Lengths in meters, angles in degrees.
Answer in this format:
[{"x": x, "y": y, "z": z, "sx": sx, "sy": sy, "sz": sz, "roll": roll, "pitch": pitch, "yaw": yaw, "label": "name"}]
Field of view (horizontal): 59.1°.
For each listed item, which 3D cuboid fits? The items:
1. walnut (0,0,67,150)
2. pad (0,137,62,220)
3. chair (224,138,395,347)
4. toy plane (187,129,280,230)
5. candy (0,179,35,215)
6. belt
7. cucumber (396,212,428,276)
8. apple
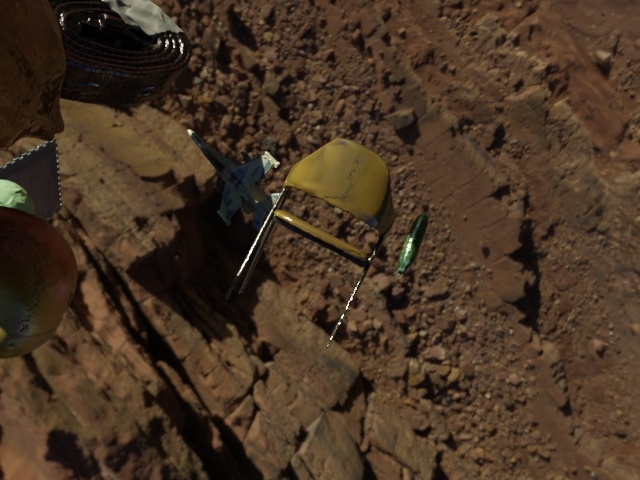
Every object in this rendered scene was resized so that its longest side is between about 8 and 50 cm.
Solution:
[{"x": -0.322, "y": -0.177, "z": 0.421, "sx": 0.209, "sy": 0.209, "sz": 0.336, "roll": 19, "pitch": 165, "yaw": 29, "label": "walnut"}, {"x": -0.708, "y": -0.086, "z": 1.298, "sx": 0.012, "sy": 0.269, "sz": 0.269, "roll": 36, "pitch": 141, "yaw": 7, "label": "pad"}, {"x": 0.000, "y": 0.000, "z": 0.770, "sx": 0.159, "sy": 0.247, "sz": 0.172, "roll": 26, "pitch": 176, "yaw": 3, "label": "chair"}, {"x": -0.190, "y": -0.148, "z": 1.225, "sx": 0.192, "sy": 0.088, "sz": 0.262, "roll": -46, "pitch": 76, "yaw": 23, "label": "toy plane"}, {"x": -0.674, "y": 0.053, "z": 0.929, "sx": 0.119, "sy": 0.440, "sz": 0.119, "roll": 37, "pitch": 154, "yaw": 21, "label": "candy"}, {"x": -0.385, "y": -0.337, "z": 1.000, "sx": 0.164, "sy": 0.289, "sz": 0.184, "roll": -26, "pitch": 74, "yaw": 45, "label": "belt"}, {"x": 0.194, "y": 0.011, "z": 1.202, "sx": 0.037, "sy": 0.155, "sz": 0.037, "roll": 23, "pitch": 168, "yaw": 5, "label": "cucumber"}, {"x": -0.306, "y": 0.035, "z": 0.540, "sx": 0.146, "sy": 0.146, "sz": 0.146, "roll": 21, "pitch": 129, "yaw": 27, "label": "apple"}]
